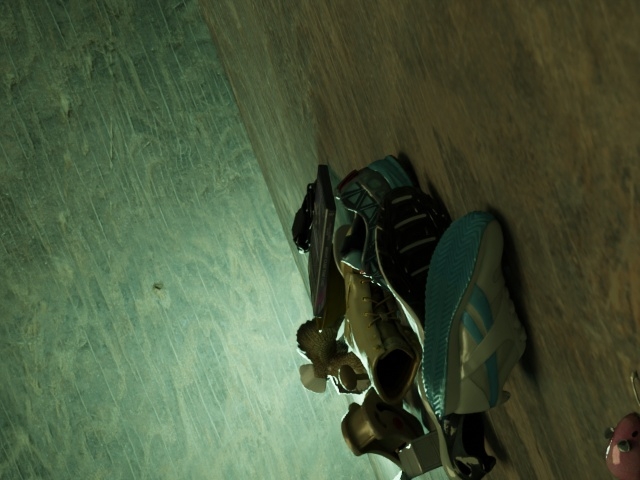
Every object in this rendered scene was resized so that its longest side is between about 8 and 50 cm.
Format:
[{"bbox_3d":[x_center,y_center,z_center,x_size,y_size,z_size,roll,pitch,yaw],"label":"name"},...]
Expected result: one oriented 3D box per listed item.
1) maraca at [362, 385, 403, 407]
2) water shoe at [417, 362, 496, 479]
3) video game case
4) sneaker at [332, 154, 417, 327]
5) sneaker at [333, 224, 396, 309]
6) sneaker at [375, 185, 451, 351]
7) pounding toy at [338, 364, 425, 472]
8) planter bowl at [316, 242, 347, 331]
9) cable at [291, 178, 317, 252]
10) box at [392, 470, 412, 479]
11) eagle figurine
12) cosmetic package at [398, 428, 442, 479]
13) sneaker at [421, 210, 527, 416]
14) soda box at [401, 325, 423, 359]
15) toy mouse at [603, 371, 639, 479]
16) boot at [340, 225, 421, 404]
[{"bbox_3d":[0.158,0.406,1.649,0.186,0.099,0.127,-43,-59,-70],"label":"maraca"},{"bbox_3d":[0.213,0.263,1.009,0.080,0.073,0.203,-47,45,40],"label":"water shoe"},{"bbox_3d":[0.000,0.000,1.444,0.196,0.026,0.274,-99,14,-57],"label":"video game case"},{"bbox_3d":[0.087,0.016,0.938,0.104,0.125,0.261,-131,21,-71],"label":"sneaker"},{"bbox_3d":[0.080,0.081,1.353,0.121,0.079,0.216,98,149,-75],"label":"sneaker"},{"bbox_3d":[0.135,0.063,0.841,0.108,0.100,0.271,-147,36,-86],"label":"sneaker"},{"bbox_3d":[0.147,0.382,1.416,0.269,0.155,0.154,40,-159,-18],"label":"pounding toy"},{"bbox_3d":[0.043,0.102,1.530,0.217,0.090,0.217,-178,90,-82],"label":"planter bowl"},{"bbox_3d":[-0.017,-0.059,1.598,0.150,0.047,0.184,25,-103,-71],"label":"cable"},{"bbox_3d":[0.216,0.554,1.255,0.232,0.058,0.322,44,174,17],"label":"box"},{"bbox_3d":[0.045,0.327,1.902,0.298,0.226,0.225,81,-173,-80],"label":"eagle figurine"},{"bbox_3d":[0.207,0.393,1.230,0.239,0.099,0.060,88,162,-67],"label":"cosmetic package"},{"bbox_3d":[0.168,0.077,0.707,0.087,0.092,0.228,-122,32,-65],"label":"sneaker"},{"bbox_3d":[0.147,0.203,1.286,0.181,0.058,0.061,138,111,-82],"label":"soda box"},{"bbox_3d":[0.256,0.174,0.513,0.161,0.031,0.143,170,79,-83],"label":"toy mouse"},{"bbox_3d":[0.098,0.114,1.096,0.203,0.095,0.262,-120,30,-65],"label":"boot"}]
